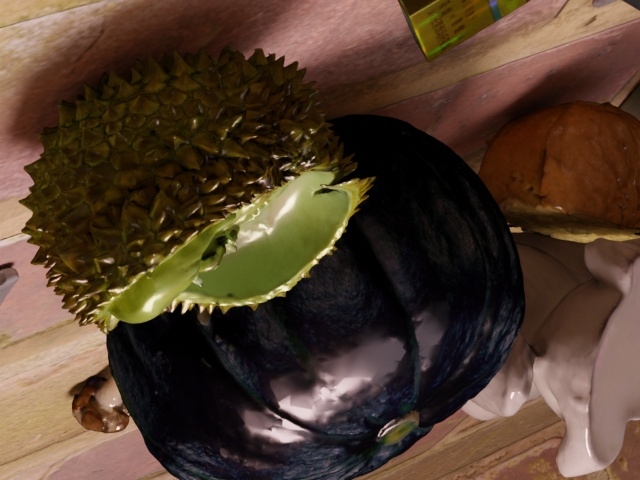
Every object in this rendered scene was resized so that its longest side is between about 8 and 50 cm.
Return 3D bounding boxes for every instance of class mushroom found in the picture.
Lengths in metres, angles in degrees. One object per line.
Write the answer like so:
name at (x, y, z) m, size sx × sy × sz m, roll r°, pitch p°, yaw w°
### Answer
mushroom at (-0.172, 0.131, 1.989) m, size 0.187 × 0.061 × 0.060 m, roll -40°, pitch 158°, yaw 16°

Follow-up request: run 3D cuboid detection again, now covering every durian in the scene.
durian at (-0.093, -0.039, 1.378) m, size 0.237 × 0.176 × 0.200 m, roll -16°, pitch 170°, yaw -27°

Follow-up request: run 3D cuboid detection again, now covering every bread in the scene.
bread at (0.249, -0.066, 1.960) m, size 0.143 × 0.139 × 0.229 m, roll -9°, pitch 167°, yaw 33°

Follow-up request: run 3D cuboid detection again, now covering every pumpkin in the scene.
pumpkin at (-0.005, 0.057, 1.679) m, size 0.363 × 0.266 × 0.363 m, roll -26°, pitch 160°, yaw -10°

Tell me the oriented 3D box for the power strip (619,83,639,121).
power strip at (0.394, -0.160, 2.051) m, size 0.053 × 0.093 × 0.288 m, roll -25°, pitch 163°, yaw -28°

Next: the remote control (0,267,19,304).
remote control at (-0.296, 0.079, 1.646) m, size 0.050 × 0.027 × 0.184 m, roll -19°, pitch 160°, yaw -37°

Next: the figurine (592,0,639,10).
figurine at (0.338, -0.227, 1.667) m, size 0.193 × 0.140 × 0.265 m, roll -53°, pitch -176°, yaw 12°

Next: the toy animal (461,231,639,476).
toy animal at (0.203, 0.078, 1.895) m, size 0.265 × 0.206 × 0.271 m, roll 15°, pitch -141°, yaw 41°

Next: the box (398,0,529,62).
box at (0.153, -0.216, 1.551) m, size 0.193 × 0.030 × 0.121 m, roll -31°, pitch 165°, yaw 3°

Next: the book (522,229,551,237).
book at (0.388, -0.067, 2.240) m, size 0.371 × 0.043 × 0.260 m, roll -35°, pitch -170°, yaw 12°
